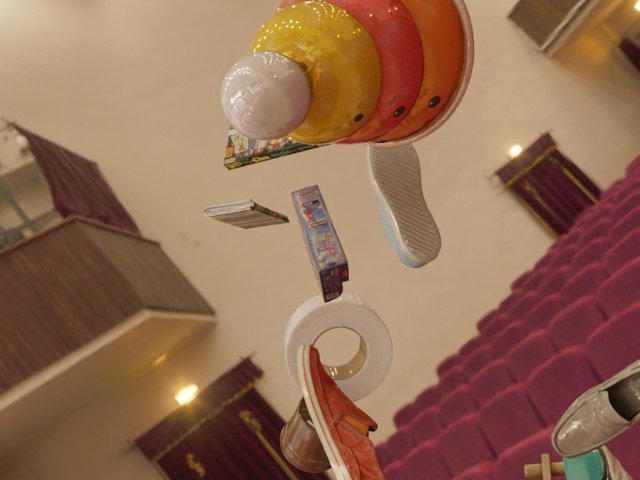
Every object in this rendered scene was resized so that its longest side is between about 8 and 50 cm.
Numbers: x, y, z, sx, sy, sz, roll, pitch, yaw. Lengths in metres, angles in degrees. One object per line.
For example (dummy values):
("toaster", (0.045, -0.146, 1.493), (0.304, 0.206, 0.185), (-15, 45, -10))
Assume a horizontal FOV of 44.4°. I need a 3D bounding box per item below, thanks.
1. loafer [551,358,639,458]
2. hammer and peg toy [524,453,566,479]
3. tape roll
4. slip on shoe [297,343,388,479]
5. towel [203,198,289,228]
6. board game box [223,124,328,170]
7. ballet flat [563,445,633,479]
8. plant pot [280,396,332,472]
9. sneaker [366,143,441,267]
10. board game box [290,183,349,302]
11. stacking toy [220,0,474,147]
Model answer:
("loafer", (0.607, 0.346, 1.634), (0.319, 0.112, 0.111), (-48, -22, 19))
("hammer and peg toy", (0.625, 0.788, 2.075), (0.127, 0.266, 0.361), (-10, 32, 18))
("tape roll", (0.044, 0.281, 2.064), (0.286, 0.286, 0.100), (-42, 13, 4))
("slip on shoe", (0.047, 0.327, 1.362), (0.101, 0.331, 0.123), (-26, -21, -2))
("towel", (-0.143, -0.051, 1.538), (0.113, 0.023, 0.152), (-6, -12, 25))
("board game box", (-0.074, -0.228, 1.572), (0.260, 0.136, 0.030), (-11, -36, 26))
("ballet flat", (0.640, 0.565, 1.703), (0.139, 0.139, 0.400), (-44, 14, 14))
("plant pot", (-0.008, 0.463, 1.954), (0.167, 0.167, 0.165), (-34, -28, -36))
("sneaker", (0.184, -0.099, 1.946), (0.135, 0.365, 0.150), (-8, -17, -16))
("board game box", (0.000, 0.000, 1.546), (0.060, 0.194, 0.194), (-17, -22, -4))
("stacking toy", (-0.001, -0.250, 1.179), (0.350, 0.350, 0.480), (-49, -6, 38))
